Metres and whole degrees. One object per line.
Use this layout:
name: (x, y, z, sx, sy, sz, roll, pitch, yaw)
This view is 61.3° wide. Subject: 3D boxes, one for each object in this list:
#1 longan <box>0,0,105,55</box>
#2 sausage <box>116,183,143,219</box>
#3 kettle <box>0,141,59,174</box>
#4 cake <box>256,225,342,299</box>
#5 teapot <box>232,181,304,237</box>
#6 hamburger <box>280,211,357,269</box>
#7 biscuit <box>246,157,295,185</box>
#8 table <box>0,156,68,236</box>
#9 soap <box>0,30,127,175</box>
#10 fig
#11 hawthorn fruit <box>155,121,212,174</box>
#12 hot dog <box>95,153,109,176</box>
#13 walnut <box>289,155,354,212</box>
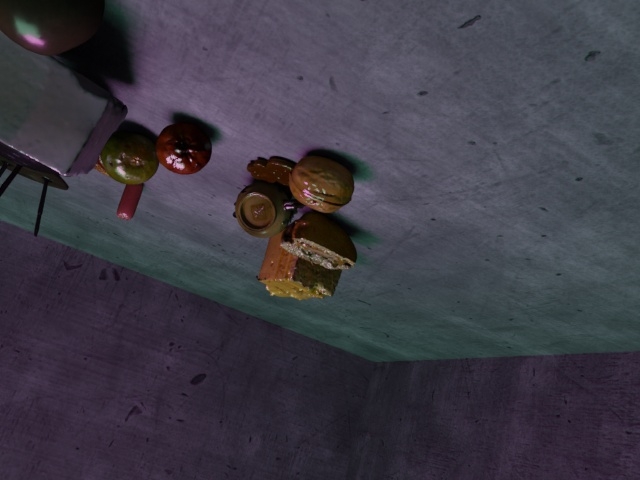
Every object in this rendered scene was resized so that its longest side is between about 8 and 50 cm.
longan: (-0.492, -0.439, 0.971, 0.197, 0.220, 0.196, 6, 128, 7)
sausage: (-0.692, -0.147, 1.963, 0.062, 0.154, 0.062, 10, 159, 4)
kettle: (-0.846, -0.322, 1.616, 0.268, 0.207, 0.290, 48, -175, 41)
cake: (-0.091, 0.091, 1.989, 0.223, 0.227, 0.286, 32, 155, -36)
teapot: (-0.156, -0.101, 1.686, 0.270, 0.172, 0.182, -11, -174, 14)
hamburger: (0.000, 0.000, 1.791, 0.283, 0.156, 0.144, 25, 139, -34)
biscuit: (-0.128, -0.200, 1.557, 0.175, 0.026, 0.124, 8, 156, 23)
table: (-1.212, -0.194, 2.121, 0.318, 0.248, 0.317, 15, 160, 6)
soap: (-0.667, -0.337, 1.159, 0.435, 0.212, 0.350, 32, 179, -17)
fig: (-0.589, -0.242, 1.630, 0.234, 0.167, 0.167, -14, 144, 43)
hawthorn fruit: (-0.374, -0.248, 1.483, 0.148, 0.148, 0.172, 22, 177, -13)
hot dog: (-0.731, -0.255, 1.861, 0.099, 0.053, 0.192, 9, 156, 30)
walnut: (0.006, -0.150, 1.430, 0.180, 0.144, 0.144, 29, 158, -6)
